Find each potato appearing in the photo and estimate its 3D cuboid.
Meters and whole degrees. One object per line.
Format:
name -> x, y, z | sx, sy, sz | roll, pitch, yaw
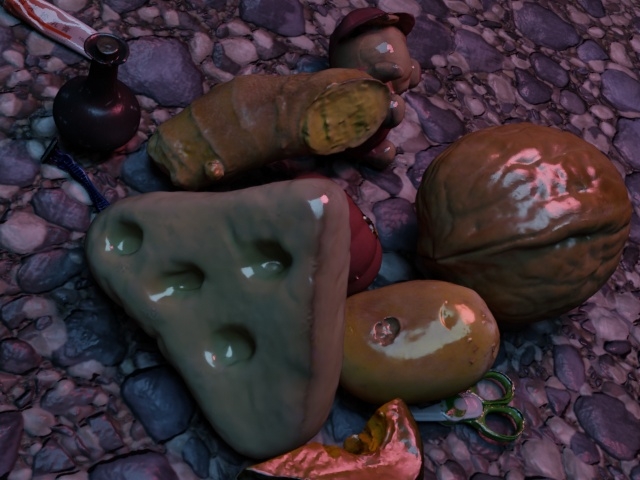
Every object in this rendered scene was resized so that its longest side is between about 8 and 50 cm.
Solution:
potato -> 0.118, 0.137, 1.111 | 0.234, 0.146, 0.150 | -8, 31, -3

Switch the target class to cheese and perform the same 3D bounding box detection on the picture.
cheese -> -0.129, 0.097, 1.044 | 0.351, 0.129, 0.328 | -4, 88, 20

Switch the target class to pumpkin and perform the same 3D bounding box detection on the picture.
pumpkin -> 0.026, 0.287, 0.987 | 0.248, 0.131, 0.126 | -19, 66, -28

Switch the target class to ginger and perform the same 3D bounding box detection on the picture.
ginger -> -0.073, -0.168, 1.209 | 0.354, 0.126, 0.190 | -8, 45, 7

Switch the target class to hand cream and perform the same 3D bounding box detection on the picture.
hand cream -> -0.410, -0.333, 1.308 | 0.216, 0.038, 0.052 | 29, 79, -5

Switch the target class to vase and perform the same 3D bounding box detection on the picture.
vase -> -0.299, -0.202, 1.161 | 0.120, 0.183, 0.120 | 10, 55, -15

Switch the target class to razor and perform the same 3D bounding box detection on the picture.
razor -> -0.320, -0.074, 1.164 | 0.154, 0.044, 0.028 | 47, 28, 11

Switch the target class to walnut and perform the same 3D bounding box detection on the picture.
walnut -> 0.281, -0.024, 1.217 | 0.313, 0.277, 0.252 | -18, 34, -25

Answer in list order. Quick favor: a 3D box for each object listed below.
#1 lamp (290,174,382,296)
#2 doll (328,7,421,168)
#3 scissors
lamp -> 0.000, 0.000, 1.153 | 0.140, 0.182, 0.182 | -38, 73, 0
doll -> 0.081, -0.256, 1.348 | 0.152, 0.196, 0.256 | 22, 57, -29
scissors -> 0.177, 0.228, 1.148 | 0.204, 0.027, 0.101 | 0, 54, -19
